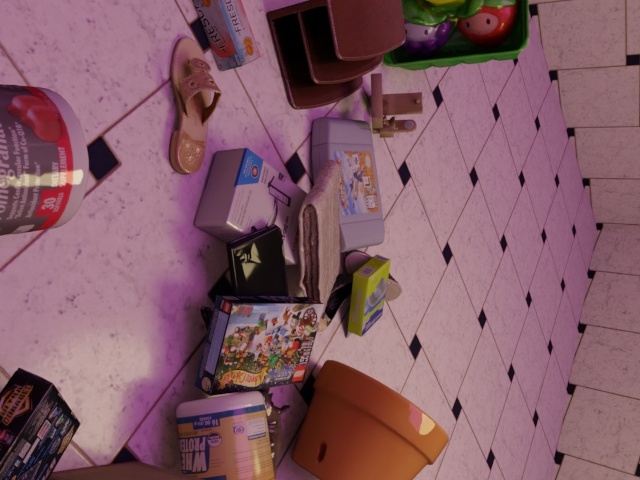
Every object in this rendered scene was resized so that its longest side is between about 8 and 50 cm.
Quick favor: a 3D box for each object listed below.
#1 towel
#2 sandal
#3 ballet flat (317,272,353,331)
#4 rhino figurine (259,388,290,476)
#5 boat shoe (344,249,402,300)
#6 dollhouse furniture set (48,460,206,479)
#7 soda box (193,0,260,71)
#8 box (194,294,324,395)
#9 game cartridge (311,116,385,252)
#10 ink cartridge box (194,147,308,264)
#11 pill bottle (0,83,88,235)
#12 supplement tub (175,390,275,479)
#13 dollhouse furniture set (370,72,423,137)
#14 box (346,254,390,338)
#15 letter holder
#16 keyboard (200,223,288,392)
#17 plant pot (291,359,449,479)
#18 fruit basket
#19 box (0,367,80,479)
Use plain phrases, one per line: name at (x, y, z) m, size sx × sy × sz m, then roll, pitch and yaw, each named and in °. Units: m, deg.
towel at (0.000, 0.000, 1.252) m, size 0.187 × 0.049 × 0.282 m, roll -68°, pitch 162°, yaw -54°
sandal at (-0.197, -0.231, 1.069) m, size 0.088 × 0.079 × 0.239 m, roll 13°, pitch 77°, yaw -53°
ballet flat at (0.030, 0.130, 1.380) m, size 0.173 × 0.049 × 0.057 m, roll -55°, pitch 129°, yaw -39°
rhino figurine at (-0.113, 0.374, 1.150) m, size 0.106 × 0.073 × 0.243 m, roll 26°, pitch 69°, yaw -44°
boat shoe at (0.117, 0.075, 1.512) m, size 0.206 × 0.075 × 0.065 m, roll 39°, pitch 14°, yaw -39°
dollhouse furniture set at (-0.242, 0.515, 0.814) m, size 0.362 × 0.257 × 0.393 m, roll 15°, pitch 76°, yaw -52°
soda box at (-0.174, -0.400, 1.129) m, size 0.063 × 0.058 × 0.183 m, roll -43°, pitch 121°, yaw -46°
box at (-0.100, 0.178, 1.111) m, size 0.233 × 0.044 × 0.159 m, roll 7°, pitch 100°, yaw -50°
game cartridge at (0.062, -0.126, 1.424) m, size 0.198 × 0.062 × 0.297 m, roll -11°, pitch 93°, yaw -58°
ink cartridge box at (-0.116, -0.056, 1.163) m, size 0.203 × 0.086 × 0.148 m, roll 32°, pitch 63°, yaw -48°
pill bottle at (-0.428, -0.082, 0.665) m, size 0.319 × 0.176 × 0.176 m, roll -13°, pitch 98°, yaw -53°
supplement tub at (-0.150, 0.350, 1.016) m, size 0.144 × 0.144 × 0.199 m, roll 8°, pitch 68°, yaw -53°
dollhouse furniture set at (0.182, -0.317, 1.489) m, size 0.151 × 0.123 × 0.144 m, roll 70°, pitch 19°, yaw -72°
box at (0.108, 0.133, 1.440) m, size 0.109 × 0.043 × 0.178 m, roll -35°, pitch 137°, yaw -50°
letter holder at (0.055, -0.410, 1.366) m, size 0.302 × 0.152 × 0.214 m, roll -33°, pitch 116°, yaw -50°
keyboard at (-0.132, 0.143, 1.119) m, size 0.202 × 0.033 × 0.317 m, roll -28°, pitch 124°, yaw -41°
plant pot at (0.077, 0.402, 1.264) m, size 0.203 × 0.291 × 0.291 m, roll -54°, pitch 132°, yaw -17°
fruit basket at (0.316, -0.584, 1.545) m, size 0.392 × 0.392 × 0.282 m, roll 7°, pitch 82°, yaw -53°
box at (-0.375, 0.280, 0.741) m, size 0.175 × 0.051 × 0.220 m, roll 104°, pitch 9°, yaw -58°
